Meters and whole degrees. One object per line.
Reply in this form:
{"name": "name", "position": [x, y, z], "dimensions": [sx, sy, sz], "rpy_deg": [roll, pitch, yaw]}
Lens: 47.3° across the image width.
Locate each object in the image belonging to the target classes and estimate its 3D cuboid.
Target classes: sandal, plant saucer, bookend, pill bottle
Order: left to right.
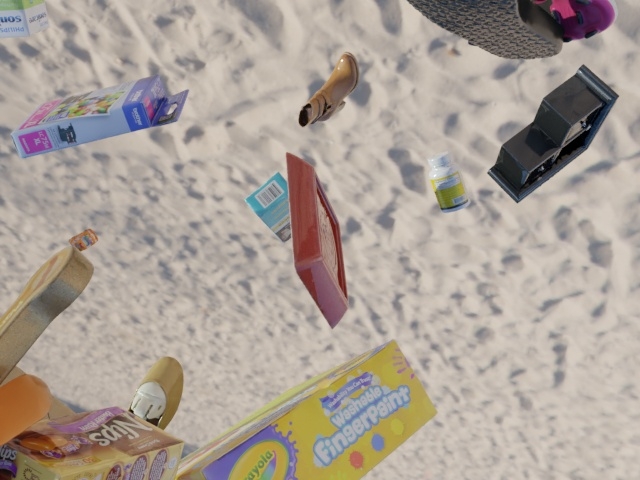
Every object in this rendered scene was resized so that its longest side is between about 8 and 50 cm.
{"name": "plant saucer", "position": [0.000, 0.000, 1.377], "dimensions": [0.048, 0.258, 0.259], "rpy_deg": [-13, 147, 11]}
{"name": "pill bottle", "position": [0.260, -0.121, 1.500], "dimensions": [0.065, 0.065, 0.116], "rpy_deg": [-5, 111, 48]}
{"name": "sandal", "position": [0.256, -0.385, 1.136], "dimensions": [0.168, 0.106, 0.446], "rpy_deg": [5, 180, 32]}
{"name": "bookend", "position": [0.343, -0.156, 1.096], "dimensions": [0.072, 0.156, 0.157], "rpy_deg": [50, 168, 19]}

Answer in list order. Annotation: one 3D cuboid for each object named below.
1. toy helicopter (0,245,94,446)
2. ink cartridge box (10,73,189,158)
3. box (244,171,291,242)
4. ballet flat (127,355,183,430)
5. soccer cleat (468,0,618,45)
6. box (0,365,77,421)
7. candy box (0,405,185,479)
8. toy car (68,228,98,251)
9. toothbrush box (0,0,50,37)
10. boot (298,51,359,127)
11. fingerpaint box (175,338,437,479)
{"name": "toy helicopter", "position": [-0.342, 0.145, 0.707], "dimensions": [0.140, 0.355, 0.235], "rpy_deg": [46, 153, -24]}
{"name": "ink cartridge box", "position": [-0.422, -0.251, 1.431], "dimensions": [0.311, 0.185, 0.065], "rpy_deg": [-10, 119, 5]}
{"name": "box", "position": [-0.092, -0.072, 1.708], "dimensions": [0.060, 0.100, 0.244], "rpy_deg": [50, 179, 17]}
{"name": "ballet flat", "position": [-0.301, 0.310, 1.251], "dimensions": [0.080, 0.232, 0.073], "rpy_deg": [24, -174, 12]}
{"name": "soccer cleat", "position": [0.398, -0.438, 1.331], "dimensions": [0.331, 0.143, 0.116], "rpy_deg": [14, 147, 50]}
{"name": "box", "position": [-0.512, 0.327, 1.243], "dimensions": [0.201, 0.164, 0.021], "rpy_deg": [32, 148, 18]}
{"name": "candy box", "position": [-0.244, 0.228, 0.768], "dimensions": [0.109, 0.053, 0.187], "rpy_deg": [18, -175, 28]}
{"name": "toy car", "position": [-0.492, 0.039, 1.546], "dimensions": [0.060, 0.040, 0.121], "rpy_deg": [-11, 113, -1]}
{"name": "toothbrush box", "position": [-0.749, -0.600, 1.621], "dimensions": [0.207, 0.122, 0.283], "rpy_deg": [-2, 115, 6]}
{"name": "boot", "position": [0.019, -0.381, 1.881], "dimensions": [0.073, 0.152, 0.197], "rpy_deg": [38, 137, 21]}
{"name": "fingerpaint box", "position": [-0.076, 0.380, 1.265], "dimensions": [0.371, 0.445, 0.163], "rpy_deg": [-36, 82, 47]}
